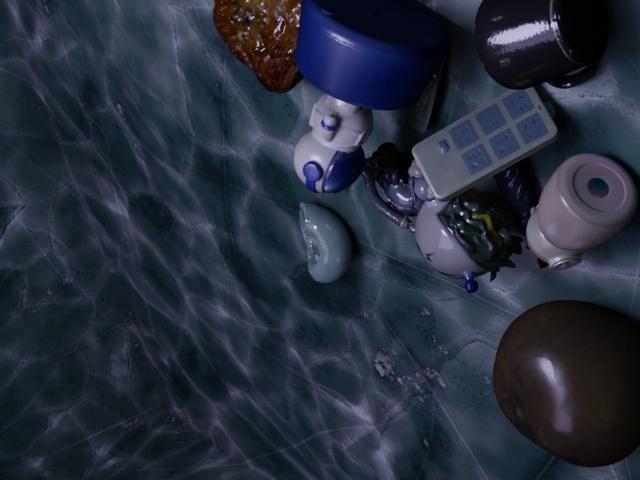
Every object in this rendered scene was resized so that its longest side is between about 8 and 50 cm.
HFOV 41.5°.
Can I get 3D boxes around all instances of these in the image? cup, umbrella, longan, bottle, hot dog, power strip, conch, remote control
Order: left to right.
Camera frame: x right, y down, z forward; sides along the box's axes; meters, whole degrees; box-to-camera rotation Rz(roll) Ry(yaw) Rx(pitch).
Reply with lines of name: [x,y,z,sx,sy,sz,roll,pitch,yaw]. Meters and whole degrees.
hot dog: [-0.099,-0.471,1.787,0.267,0.174,0.387,51,148,3]
conch: [0.004,0.000,2.151,0.185,0.121,0.221,18,127,50]
remote control: [0.209,-0.309,1.654,0.072,0.042,0.221,37,143,27]
power strip: [0.290,-0.173,1.507,0.271,0.046,0.117,-30,74,17]
umbrella: [0.402,-0.056,1.631,0.071,0.071,0.248,-2,125,54]
cup: [0.366,-0.321,1.343,0.223,0.169,0.177,32,154,-34]
bottle: [0.446,-0.037,1.505,0.147,0.148,0.236,46,155,14]
longan: [0.481,0.268,1.594,0.319,0.319,0.318,34,143,30]

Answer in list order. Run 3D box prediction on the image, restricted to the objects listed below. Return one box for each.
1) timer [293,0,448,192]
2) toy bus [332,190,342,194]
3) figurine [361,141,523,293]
timer: [0.054,-0.255,1.587,0.270,0.270,0.383,38,130,25]
toy bus: [0.035,-0.198,1.976,0.075,0.064,0.190,42,147,30]
figurine: [0.244,-0.065,1.687,0.186,0.261,0.382,-57,46,22]
